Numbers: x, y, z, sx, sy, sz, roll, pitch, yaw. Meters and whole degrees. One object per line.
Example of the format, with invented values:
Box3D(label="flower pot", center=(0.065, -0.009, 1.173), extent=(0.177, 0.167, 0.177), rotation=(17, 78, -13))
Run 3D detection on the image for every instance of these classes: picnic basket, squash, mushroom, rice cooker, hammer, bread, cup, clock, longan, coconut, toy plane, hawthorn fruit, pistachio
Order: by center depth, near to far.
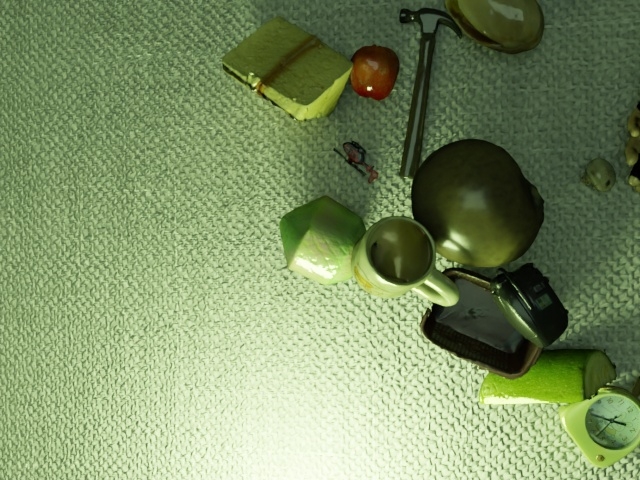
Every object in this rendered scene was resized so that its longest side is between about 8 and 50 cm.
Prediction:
Box3D(label="rice cooker", center=(0.472, 0.143, 1.463), extent=(0.118, 0.142, 0.203), rotation=(-33, 87, 0))
Box3D(label="cup", center=(0.205, 0.050, 1.512), extent=(0.255, 0.202, 0.173), rotation=(11, 78, -4))
Box3D(label="longan", center=(0.366, -0.084, 1.533), extent=(0.319, 0.319, 0.319), rotation=(0, 92, 12))
Box3D(label="pistachio", center=(0.429, -0.578, 1.579), extent=(0.197, 0.166, 0.288), rotation=(-37, 79, -14))
Box3D(label="mushroom", center=(0.678, -0.156, 1.584), extent=(0.079, 0.085, 0.085), rotation=(-27, 85, 46))
Box3D(label="clock", center=(0.724, 0.435, 1.585), extent=(0.232, 0.069, 0.170), rotation=(-35, 84, 10))
Box3D(label="picnic basket", center=(0.410, 0.200, 1.616), extent=(0.297, 0.129, 0.222), rotation=(23, 97, 11))
Box3D(label="squash", center=(0.564, 0.335, 1.637), extent=(0.289, 0.203, 0.111), rotation=(-16, 88, 47))
Box3D(label="bread", center=(-0.100, -0.398, 1.645), extent=(0.263, 0.236, 0.198), rotation=(35, 143, 10))
Box3D(label="hawthorn fruit", center=(0.134, -0.432, 1.662), extent=(0.133, 0.133, 0.138), rotation=(3, 102, 12))
Box3D(label="coconut", center=(0.000, 0.000, 1.664), extent=(0.236, 0.204, 0.236), rotation=(3, 112, 7))
Box3D(label="hammer", center=(0.258, -0.380, 1.680), extent=(0.168, 0.044, 0.440), rotation=(10, 94, 13))
Box3D(label="toy plane", center=(0.101, -0.217, 1.721), extent=(0.145, 0.037, 0.060), rotation=(44, 104, 9))

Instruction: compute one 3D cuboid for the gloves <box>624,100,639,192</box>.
Box3D(label="gloves", center=(0.817, -0.252, 1.506), extent=(0.197, 0.152, 0.301), rotation=(35, 106, 31))
